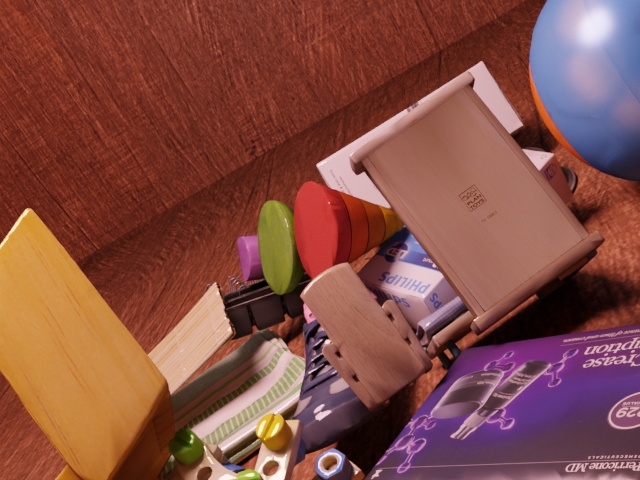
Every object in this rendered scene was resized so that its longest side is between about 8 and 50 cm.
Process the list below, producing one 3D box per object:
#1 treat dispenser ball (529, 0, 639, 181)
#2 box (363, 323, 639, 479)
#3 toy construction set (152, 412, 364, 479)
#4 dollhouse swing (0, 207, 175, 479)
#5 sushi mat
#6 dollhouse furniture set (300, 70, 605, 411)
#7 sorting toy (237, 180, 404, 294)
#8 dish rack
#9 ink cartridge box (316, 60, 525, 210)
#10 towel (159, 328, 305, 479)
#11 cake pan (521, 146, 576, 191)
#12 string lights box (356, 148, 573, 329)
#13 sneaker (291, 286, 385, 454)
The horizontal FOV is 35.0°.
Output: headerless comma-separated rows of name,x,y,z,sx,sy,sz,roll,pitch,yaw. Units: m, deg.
treat dispenser ball,0.391,-0.211,1.192,0.288,0.288,0.288,-30,14,9
box,0.187,0.159,0.776,0.261,0.103,0.184,-16,24,47
toy construction set,-0.118,0.298,0.891,0.215,0.151,0.328,2,35,33
dollhouse swing,-0.323,0.215,1.056,0.305,0.315,0.347,-37,-12,-17
sushi mat,-0.237,0.199,1.391,0.316,0.019,0.151,-45,27,6
dollhouse furniture set,0.109,0.020,1.043,0.286,0.198,0.303,-35,-12,-4
sorting toy,0.000,0.000,1.352,0.126,0.127,0.365,-7,-5,-22
dish rack,-0.085,0.078,1.582,0.208,0.074,0.271,-18,10,-12
ink cartridge box,0.160,-0.142,1.662,0.307,0.129,0.223,-32,-4,3
towel,-0.126,0.220,1.353,0.248,0.038,0.325,-36,15,-11
cake pan,0.224,-0.046,1.469,0.293,0.054,0.293,-30,14,8
string lights box,0.178,-0.006,1.262,0.260,0.077,0.133,-46,33,-19
sneaker,0.011,0.125,1.110,0.112,0.131,0.319,-29,4,13
